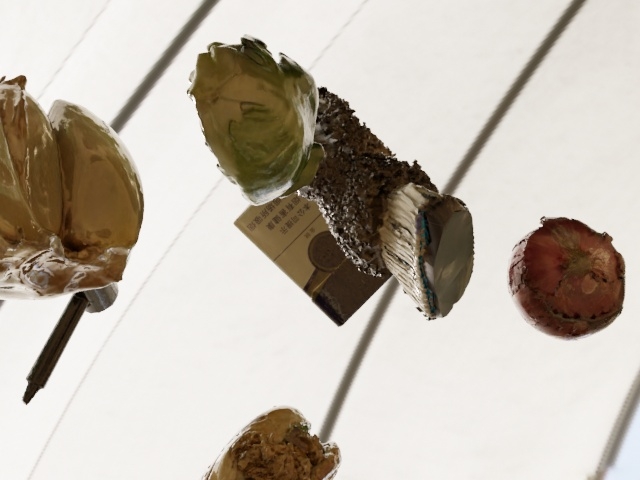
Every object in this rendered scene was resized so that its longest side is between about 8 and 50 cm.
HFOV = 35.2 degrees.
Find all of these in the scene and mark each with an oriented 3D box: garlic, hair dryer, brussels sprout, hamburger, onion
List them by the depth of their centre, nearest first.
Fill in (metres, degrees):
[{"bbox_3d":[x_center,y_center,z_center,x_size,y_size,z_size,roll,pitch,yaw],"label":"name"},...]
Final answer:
[{"bbox_3d":[-0.271,-0.046,0.855,0.281,0.185,0.203,8,-118,-59],"label":"garlic"},{"bbox_3d":[-0.053,-0.103,0.866,0.181,0.101,0.139,68,-162,-72],"label":"brussels sprout"},{"bbox_3d":[0.335,0.060,1.427,0.184,0.147,0.183,10,-113,-23],"label":"onion"},{"bbox_3d":[-0.089,0.349,1.438,0.146,0.286,0.243,42,-104,11],"label":"hamburger"},{"bbox_3d":[-0.391,0.126,1.505,0.071,0.114,0.248,18,-118,15],"label":"hair dryer"}]

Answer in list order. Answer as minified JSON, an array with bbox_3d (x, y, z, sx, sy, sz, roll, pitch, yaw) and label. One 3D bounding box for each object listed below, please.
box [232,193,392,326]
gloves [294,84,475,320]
[{"bbox_3d":[0.000,0.000,1.694,0.259,0.168,0.071,44,-175,-5],"label":"box"},{"bbox_3d":[0.053,-0.055,1.187,0.312,0.135,0.210,47,180,42],"label":"gloves"}]
